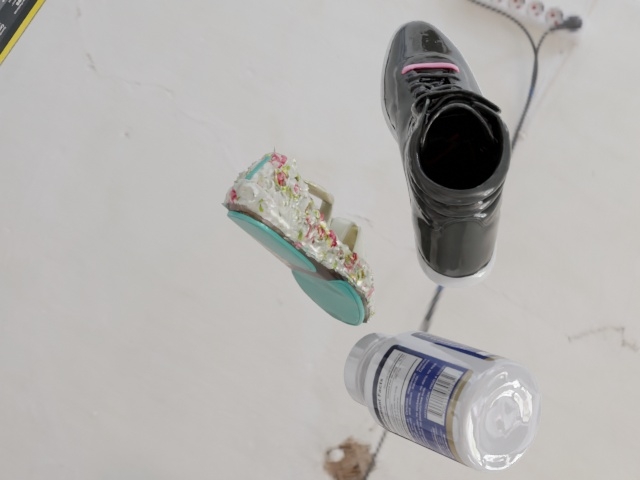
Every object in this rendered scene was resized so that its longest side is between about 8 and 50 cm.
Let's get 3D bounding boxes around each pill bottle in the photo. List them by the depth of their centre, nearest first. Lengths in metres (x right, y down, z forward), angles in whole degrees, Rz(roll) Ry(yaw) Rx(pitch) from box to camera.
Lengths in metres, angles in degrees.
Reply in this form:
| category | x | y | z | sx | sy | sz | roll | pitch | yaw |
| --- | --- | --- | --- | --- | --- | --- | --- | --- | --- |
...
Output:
| category | x | y | z | sx | sy | sz | roll | pitch | yaw |
| --- | --- | --- | --- | --- | --- | --- | --- | --- | --- |
| pill bottle | 0.098 | 0.130 | 0.897 | 0.169 | 0.094 | 0.094 | 14 | -96 | 53 |

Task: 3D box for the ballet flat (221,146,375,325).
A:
| category | x | y | z | sx | sy | sz | roll | pitch | yaw |
| --- | --- | --- | --- | --- | --- | --- | --- | --- | --- |
| ballet flat | 0.000 | 0.000 | 0.948 | 0.091 | 0.241 | 0.077 | 17 | -109 | 33 |

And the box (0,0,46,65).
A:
| category | x | y | z | sx | sy | sz | roll | pitch | yaw |
| --- | --- | --- | --- | --- | --- | --- | --- | --- | --- |
| box | -0.359 | -0.215 | 0.909 | 0.257 | 0.079 | 0.322 | 24 | -102 | 34 |

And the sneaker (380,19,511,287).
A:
| category | x | y | z | sx | sy | sz | roll | pitch | yaw |
| --- | --- | --- | --- | --- | --- | --- | --- | --- | --- |
| sneaker | 0.117 | -0.118 | 0.954 | 0.105 | 0.147 | 0.295 | -5 | -120 | -2 |
